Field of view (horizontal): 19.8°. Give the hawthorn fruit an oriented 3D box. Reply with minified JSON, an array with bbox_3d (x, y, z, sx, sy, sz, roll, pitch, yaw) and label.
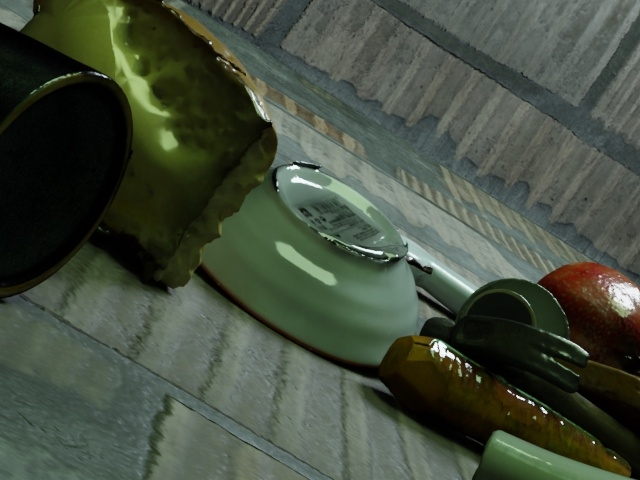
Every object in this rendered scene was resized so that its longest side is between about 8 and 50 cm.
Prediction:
[{"bbox_3d":[0.297,0.107,2.087,0.169,0.169,0.188,24,9,-42],"label":"hawthorn fruit"}]

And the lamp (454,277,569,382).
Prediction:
[{"bbox_3d":[0.193,0.095,1.875,0.121,0.121,0.214,35,-2,15],"label":"lamp"}]

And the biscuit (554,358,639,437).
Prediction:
[{"bbox_3d":[0.333,0.181,1.802,0.301,0.043,0.278,33,-16,-21],"label":"biscuit"}]

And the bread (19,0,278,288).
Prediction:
[{"bbox_3d":[-0.147,-0.103,1.544,0.262,0.204,0.162,40,14,19],"label":"bread"}]

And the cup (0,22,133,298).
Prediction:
[{"bbox_3d":[-0.248,-0.048,1.245,0.177,0.239,0.166,31,50,24],"label":"cup"}]

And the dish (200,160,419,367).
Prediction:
[{"bbox_3d":[0.000,0.000,1.688,0.260,0.085,0.260,29,24,-14],"label":"dish"}]

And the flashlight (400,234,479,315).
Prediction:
[{"bbox_3d":[0.151,0.060,2.168,0.200,0.047,0.093,35,10,-2],"label":"flashlight"}]

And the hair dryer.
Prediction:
[{"bbox_3d":[0.252,0.241,1.510,0.296,0.119,0.298,28,-6,-6],"label":"hair dryer"}]

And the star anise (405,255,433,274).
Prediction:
[{"bbox_3d":[0.038,0.029,1.860,0.190,0.070,0.097,11,13,-44],"label":"star anise"}]

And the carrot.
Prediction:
[{"bbox_3d":[0.167,0.163,1.641,0.260,0.070,0.070,30,10,-23],"label":"carrot"}]

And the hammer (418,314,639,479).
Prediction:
[{"bbox_3d":[0.287,0.192,1.748,0.440,0.044,0.168,37,-19,-32],"label":"hammer"}]
